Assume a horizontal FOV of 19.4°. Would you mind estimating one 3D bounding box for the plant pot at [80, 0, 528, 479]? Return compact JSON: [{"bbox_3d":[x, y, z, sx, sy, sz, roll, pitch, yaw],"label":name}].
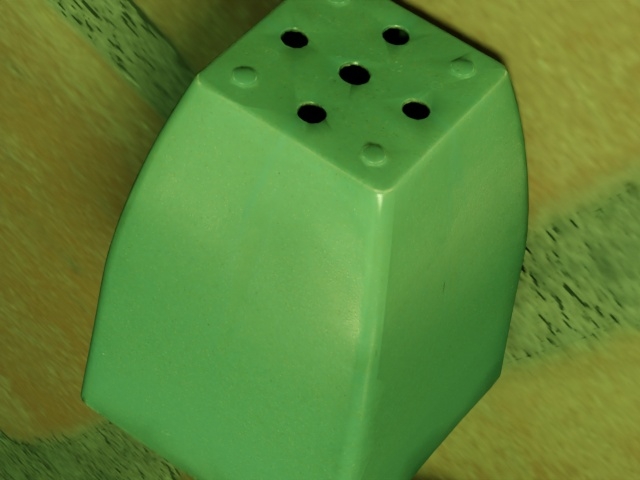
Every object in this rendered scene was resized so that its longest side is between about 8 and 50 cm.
[{"bbox_3d":[0.000,0.000,0.904,0.166,0.165,0.234,32,142,18],"label":"plant pot"}]
